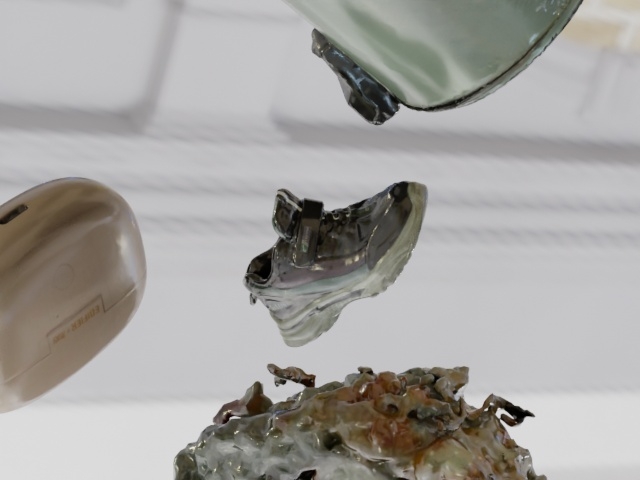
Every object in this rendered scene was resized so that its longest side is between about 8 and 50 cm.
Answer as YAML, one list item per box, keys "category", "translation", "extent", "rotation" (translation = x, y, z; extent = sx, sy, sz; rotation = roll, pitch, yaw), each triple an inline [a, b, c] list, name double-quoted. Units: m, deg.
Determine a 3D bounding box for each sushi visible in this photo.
- category: "sushi"
  translation: [0.035, 0.290, 1.672]
  extent: [0.417, 0.417, 0.176]
  rotation: [28, -152, 22]

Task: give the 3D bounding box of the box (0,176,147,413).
- category: "box"
  translation: [-0.212, 0.040, 1.466]
  extent: [0.088, 0.146, 0.200]
  rotation: [23, -133, 35]

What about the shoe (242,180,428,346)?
- category: "shoe"
  translation: [0.000, 0.000, 1.439]
  extent: [0.099, 0.169, 0.071]
  rotation: [39, -149, -16]

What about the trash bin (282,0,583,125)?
- category: "trash bin"
  translation: [0.043, -0.251, 1.410]
  extent: [0.262, 0.277, 0.217]
  rotation: [36, -161, -29]
